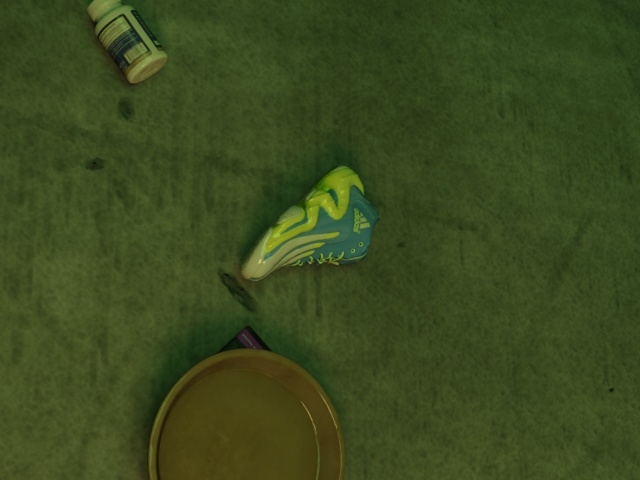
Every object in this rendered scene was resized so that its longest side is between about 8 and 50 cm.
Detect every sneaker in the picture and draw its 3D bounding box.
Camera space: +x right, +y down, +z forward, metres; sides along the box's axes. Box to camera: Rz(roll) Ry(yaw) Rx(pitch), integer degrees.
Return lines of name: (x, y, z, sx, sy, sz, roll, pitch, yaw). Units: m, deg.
sneaker: (0.000, 0.000, 1.756, 0.126, 0.091, 0.240, 46, 60, -1)

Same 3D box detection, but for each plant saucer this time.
plant saucer: (-0.095, 0.276, 1.609, 0.277, 0.041, 0.278, 6, 79, -30)

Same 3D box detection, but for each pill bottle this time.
pill bottle: (-0.272, -0.284, 1.767, 0.067, 0.067, 0.120, -33, 85, -29)

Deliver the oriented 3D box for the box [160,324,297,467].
box: (-0.114, 0.205, 1.664, 0.116, 0.029, 0.162, 49, 59, 0)
